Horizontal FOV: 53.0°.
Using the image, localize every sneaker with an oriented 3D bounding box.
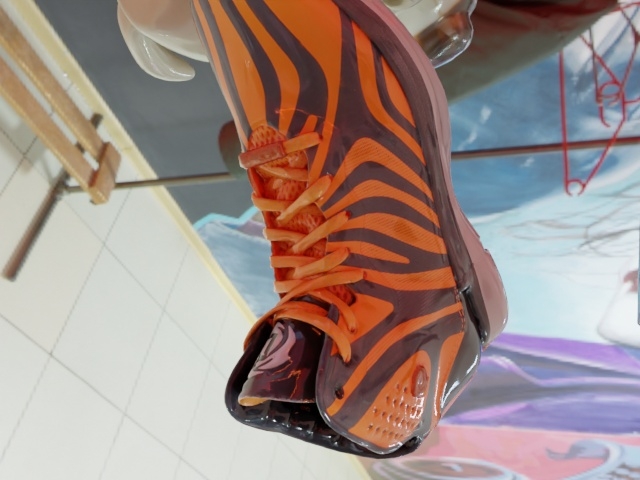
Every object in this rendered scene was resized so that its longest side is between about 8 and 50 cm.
[{"bbox_3d":[0.000,0.000,0.365,0.180,0.124,0.321,-49,115,-36],"label":"sneaker"}]

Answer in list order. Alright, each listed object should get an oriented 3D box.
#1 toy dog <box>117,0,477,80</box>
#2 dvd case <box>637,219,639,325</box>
[{"bbox_3d":[0.017,-0.303,0.677,0.408,0.284,0.395,-8,138,-39],"label":"toy dog"},{"bbox_3d":[0.340,-0.066,0.588,0.180,0.022,0.253,-58,156,-45],"label":"dvd case"}]
